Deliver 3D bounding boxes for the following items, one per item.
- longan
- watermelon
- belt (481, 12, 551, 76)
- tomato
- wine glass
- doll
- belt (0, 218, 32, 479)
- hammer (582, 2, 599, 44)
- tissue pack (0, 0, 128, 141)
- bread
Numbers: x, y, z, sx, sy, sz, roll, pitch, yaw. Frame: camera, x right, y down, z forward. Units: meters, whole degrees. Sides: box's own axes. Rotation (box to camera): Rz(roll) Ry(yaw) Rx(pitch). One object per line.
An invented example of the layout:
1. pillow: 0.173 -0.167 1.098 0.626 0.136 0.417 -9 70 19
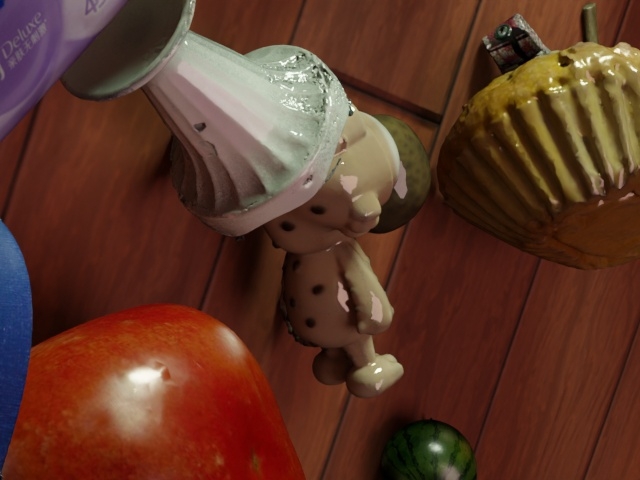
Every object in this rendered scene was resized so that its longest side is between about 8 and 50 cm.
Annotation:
1. longan: 0.051 -0.058 1.740 0.113 0.092 0.113 15 90 -73
2. watermelon: 0.105 0.225 1.942 0.109 0.109 0.109 -24 124 -43
3. belt: 0.236 -0.144 1.948 0.232 0.053 0.071 36 39 -50
4. tomato: -0.160 0.204 1.440 0.325 0.289 0.293 -4 77 -64
5. wine glass: -0.095 -0.113 1.503 0.196 0.165 0.165 36 78 -44
6. doll: 0.002 0.001 1.664 0.119 0.154 0.278 -31 129 -32
7. belt: -0.317 0.130 1.291 0.117 0.212 0.347 12 100 -51
8. hammer: 0.289 -0.164 2.050 0.062 0.017 0.182 -35 130 -37
9. tissue pack: -0.273 -0.152 1.192 0.338 0.242 0.160 -52 136 -22
10. bread: 0.247 -0.071 1.863 0.274 0.149 0.274 -14 152 -8
